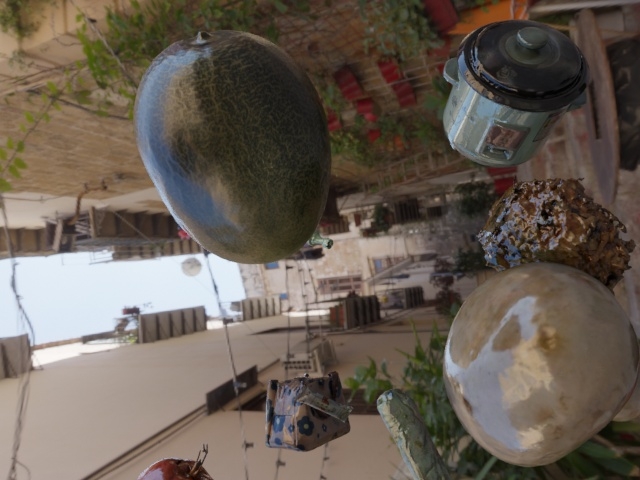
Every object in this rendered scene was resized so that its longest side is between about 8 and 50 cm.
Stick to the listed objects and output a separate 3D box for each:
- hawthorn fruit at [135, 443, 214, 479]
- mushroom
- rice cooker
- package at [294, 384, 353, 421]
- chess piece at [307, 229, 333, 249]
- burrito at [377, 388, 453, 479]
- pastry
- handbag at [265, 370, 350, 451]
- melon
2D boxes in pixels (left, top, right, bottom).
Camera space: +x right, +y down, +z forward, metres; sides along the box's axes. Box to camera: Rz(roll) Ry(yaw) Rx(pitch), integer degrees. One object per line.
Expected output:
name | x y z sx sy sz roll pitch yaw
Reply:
hawthorn fruit | -0.301 0.551 1.033 0.299 0.211 0.211 -58 -27 4
mushroom | 0.341 0.190 0.723 0.290 0.297 0.297 27 -135 -9
rice cooker | 0.413 -0.322 1.075 0.316 0.317 0.264 55 -134 -46
package | 0.007 0.299 0.906 0.110 0.037 0.015 29 -165 -15
chess piece | 0.000 0.000 1.954 0.067 0.103 0.067 -30 -50 -43
burrito | 0.227 0.481 1.125 0.096 0.066 0.309 -3 -126 -36
pastry | 0.399 0.012 0.883 0.193 0.275 0.274 -31 -61 -19
handbag | -0.041 0.494 1.462 0.252 0.190 0.193 7 -102 -55
melon | -0.107 -0.113 0.669 0.248 0.249 0.329 -71 -25 -45
